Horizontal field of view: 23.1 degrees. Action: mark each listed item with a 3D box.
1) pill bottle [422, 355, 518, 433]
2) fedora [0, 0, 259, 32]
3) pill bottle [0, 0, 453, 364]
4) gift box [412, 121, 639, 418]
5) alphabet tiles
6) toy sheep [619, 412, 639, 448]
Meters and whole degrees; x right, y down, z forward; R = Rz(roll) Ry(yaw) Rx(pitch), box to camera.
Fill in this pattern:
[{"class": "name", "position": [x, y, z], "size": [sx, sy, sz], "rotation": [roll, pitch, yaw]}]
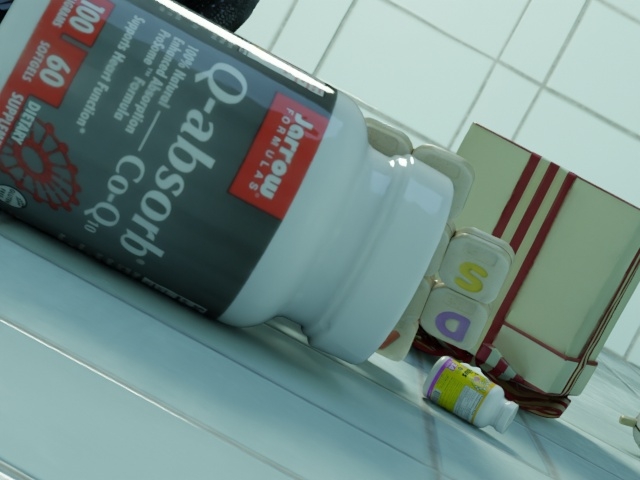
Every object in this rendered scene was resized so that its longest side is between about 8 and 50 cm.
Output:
[{"class": "pill bottle", "position": [0.138, 0.143, 1.437], "size": [0.083, 0.043, 0.043], "rotation": [30, 4, 17]}, {"class": "fedora", "position": [-0.222, -0.243, 1.582], "size": [0.334, 0.334, 0.152], "rotation": [30, -31, 16]}, {"class": "pill bottle", "position": [-0.092, -0.059, 1.238], "size": [0.363, 0.210, 0.210], "rotation": [27, 4, -8]}, {"class": "gift box", "position": [0.211, 0.034, 1.761], "size": [0.255, 0.258, 0.276], "rotation": [30, 5, 24]}, {"class": "alphabet tiles", "position": [0.027, -0.004, 1.400], "size": [0.284, 0.021, 0.278], "rotation": [25, -41, 7]}, {"class": "toy sheep", "position": [0.430, 0.240, 1.924], "size": [0.132, 0.091, 0.091], "rotation": [23, 5, -7]}]
